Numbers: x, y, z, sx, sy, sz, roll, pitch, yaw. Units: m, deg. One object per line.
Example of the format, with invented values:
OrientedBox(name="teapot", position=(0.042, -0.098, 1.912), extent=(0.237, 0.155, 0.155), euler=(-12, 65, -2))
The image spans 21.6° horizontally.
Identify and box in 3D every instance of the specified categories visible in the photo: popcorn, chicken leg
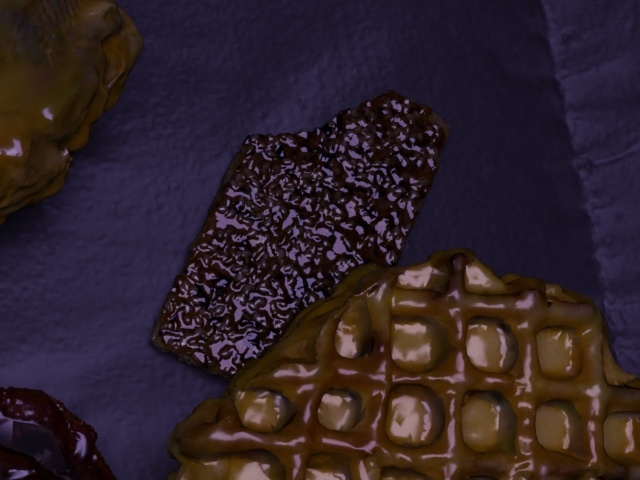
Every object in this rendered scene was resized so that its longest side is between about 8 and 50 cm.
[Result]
OrientedBox(name="popcorn", position=(-0.223, -0.129, 0.999), extent=(0.250, 0.190, 0.250), euler=(-13, 107, -47))
OrientedBox(name="chicken leg", position=(-0.191, 0.131, 1.019), extent=(0.219, 0.048, 0.089), euler=(12, 96, -16))

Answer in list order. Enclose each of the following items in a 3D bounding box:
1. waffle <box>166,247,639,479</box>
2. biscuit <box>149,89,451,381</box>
OrientedBox(name="waffle", position=(0.058, 0.153, 1.015), extent=(0.324, 0.151, 0.261), euler=(-36, 98, -22))
OrientedBox(name="biscuit", position=(-0.008, -0.009, 1.114), extent=(0.131, 0.026, 0.237), euler=(27, 72, -8))
